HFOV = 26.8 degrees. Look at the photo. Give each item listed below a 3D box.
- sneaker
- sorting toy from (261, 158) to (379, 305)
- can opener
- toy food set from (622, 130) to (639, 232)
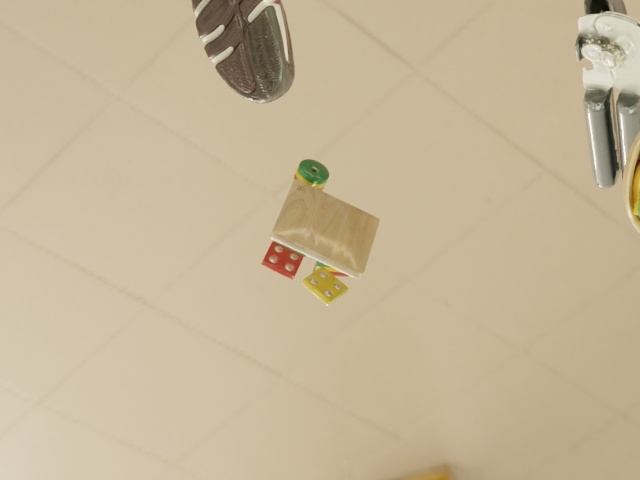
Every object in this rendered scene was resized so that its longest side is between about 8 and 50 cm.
[{"bbox_3d":[-0.054,-0.274,1.314,0.162,0.281,0.106,-15,169,-45],"label":"sneaker"},{"bbox_3d":[0.000,0.000,1.799,0.132,0.274,0.046,25,126,-4],"label":"sorting toy"},{"bbox_3d":[0.343,-0.166,1.531,0.074,0.093,0.280,12,143,25],"label":"can opener"},{"bbox_3d":[0.214,-0.039,0.825,0.083,0.020,0.083,14,92,-47],"label":"toy food set"}]
